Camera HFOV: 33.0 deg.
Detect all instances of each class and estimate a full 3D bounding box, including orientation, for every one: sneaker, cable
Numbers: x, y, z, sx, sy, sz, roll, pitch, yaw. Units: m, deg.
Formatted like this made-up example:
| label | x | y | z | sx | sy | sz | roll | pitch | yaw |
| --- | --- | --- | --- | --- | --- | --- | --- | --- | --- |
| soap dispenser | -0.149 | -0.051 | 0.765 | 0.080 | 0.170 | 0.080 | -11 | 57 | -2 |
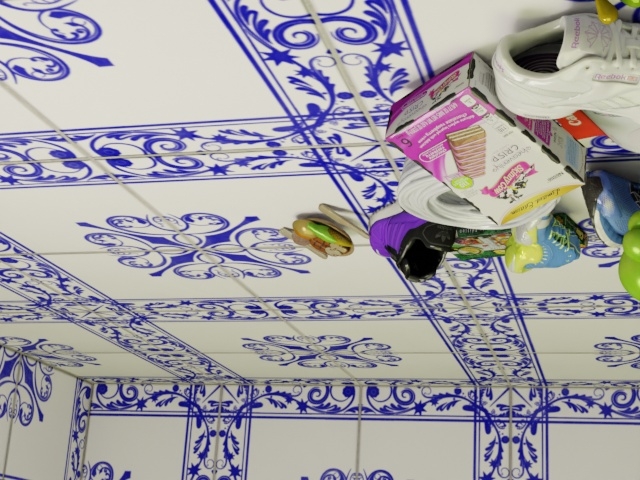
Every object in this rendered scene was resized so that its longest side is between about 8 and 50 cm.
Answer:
| label | x | y | z | sx | sy | sz | roll | pitch | yaw |
| --- | --- | --- | --- | --- | --- | --- | --- | --- | --- |
| sneaker | 0.539 | -0.057 | 1.734 | 0.330 | 0.130 | 0.147 | 15 | 144 | -41 |
| cable | 0.249 | -0.093 | 1.687 | 0.257 | 0.089 | 0.257 | 4 | 162 | 3 |
| sneaker | 0.352 | -0.205 | 1.277 | 0.305 | 0.114 | 0.152 | -2 | 162 | 17 |
| sneaker | 0.157 | 0.009 | 1.924 | 0.102 | 0.146 | 0.293 | 9 | 161 | -16 |
| sneaker | 0.397 | -0.019 | 1.876 | 0.126 | 0.091 | 0.240 | 0 | 155 | -1 |

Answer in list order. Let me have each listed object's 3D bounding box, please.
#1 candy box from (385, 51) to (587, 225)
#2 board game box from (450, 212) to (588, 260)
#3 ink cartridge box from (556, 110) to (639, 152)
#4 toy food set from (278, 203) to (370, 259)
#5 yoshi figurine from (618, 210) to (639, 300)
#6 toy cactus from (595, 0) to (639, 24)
| label | x | y | z | sx | sy | sz | roll | pitch | yaw |
| --- | --- | --- | --- | --- | --- | --- | --- | --- | --- |
| candy box | 0.225 | -0.130 | 1.461 | 0.233 | 0.071 | 0.159 | 33 | 139 | -26 |
| board game box | 0.359 | -0.004 | 2.039 | 0.259 | 0.030 | 0.136 | -7 | 161 | 31 |
| ink cartridge box | 0.400 | -0.164 | 1.496 | 0.232 | 0.066 | 0.189 | -14 | 156 | 33 |
| toy food set | 0.000 | 0.000 | 2.042 | 0.132 | 0.039 | 0.192 | 32 | 154 | -16 |
| yoshi figurine | 0.607 | 0.071 | 1.638 | 0.362 | 0.203 | 0.203 | 27 | 119 | -1 |
| toy cactus | 0.248 | -0.280 | 1.118 | 0.219 | 0.112 | 0.180 | 7 | 174 | -38 |
